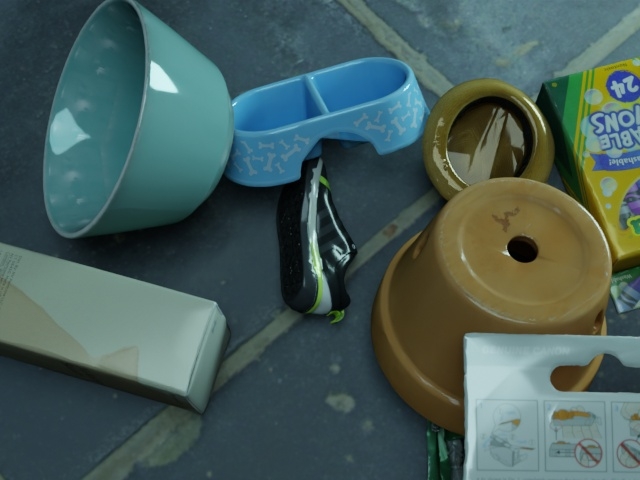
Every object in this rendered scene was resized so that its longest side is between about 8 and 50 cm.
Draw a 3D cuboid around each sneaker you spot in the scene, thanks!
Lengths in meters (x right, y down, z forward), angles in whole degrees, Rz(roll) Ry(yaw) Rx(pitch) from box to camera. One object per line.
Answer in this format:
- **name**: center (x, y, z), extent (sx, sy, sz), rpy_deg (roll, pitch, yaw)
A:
- **sneaker**: center (0.000, 0.000, 1.254), extent (0.097, 0.084, 0.235), rpy_deg (15, 63, -28)

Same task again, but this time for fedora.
- **fedora**: center (0.220, -0.120, 1.269), extent (0.194, 0.079, 0.194), rpy_deg (2, 77, -9)

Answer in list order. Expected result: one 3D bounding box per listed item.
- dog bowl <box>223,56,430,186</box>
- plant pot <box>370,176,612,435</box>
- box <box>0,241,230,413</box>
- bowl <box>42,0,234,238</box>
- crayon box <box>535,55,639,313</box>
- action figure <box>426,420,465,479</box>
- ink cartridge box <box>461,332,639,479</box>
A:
- **dog bowl**: center (0.000, -0.167, 1.262), extent (0.297, 0.074, 0.166), rpy_deg (-16, 36, -5)
- **plant pot**: center (0.214, 0.064, 1.108), extent (0.291, 0.203, 0.291), rpy_deg (2, 57, -4)
- **box**: center (-0.282, 0.109, 1.172), extent (0.311, 0.148, 0.121), rpy_deg (15, 72, 8)
- **bowl**: center (-0.224, -0.140, 1.208), extent (0.163, 0.311, 0.311), rpy_deg (13, 65, -34)
- **crayon box**: center (0.442, -0.087, 1.257), extent (0.203, 0.083, 0.323), rpy_deg (-15, 70, -4)
- **action figure**: center (0.177, 0.225, 1.162), extent (0.137, 0.063, 0.232), rpy_deg (-9, 66, 2)
- **ink cartridge box**: center (0.290, 0.295, 0.986), extent (0.308, 0.091, 0.385), rpy_deg (2, 80, -4)
